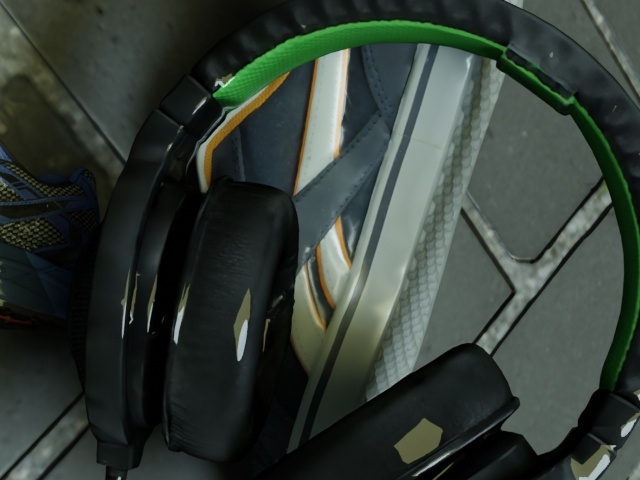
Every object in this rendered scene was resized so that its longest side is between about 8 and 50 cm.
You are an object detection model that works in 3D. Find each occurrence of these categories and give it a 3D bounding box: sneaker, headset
[{"bbox_3d":[-0.190,-0.023,0.642,0.221,0.083,0.087,25,70,-42],"label":"sneaker"},{"bbox_3d":[0.000,0.000,0.752,0.126,0.127,0.321,-24,132,-70],"label":"sneaker"},{"bbox_3d":[-0.012,0.073,0.652,0.243,0.185,0.394,38,88,7],"label":"headset"}]
